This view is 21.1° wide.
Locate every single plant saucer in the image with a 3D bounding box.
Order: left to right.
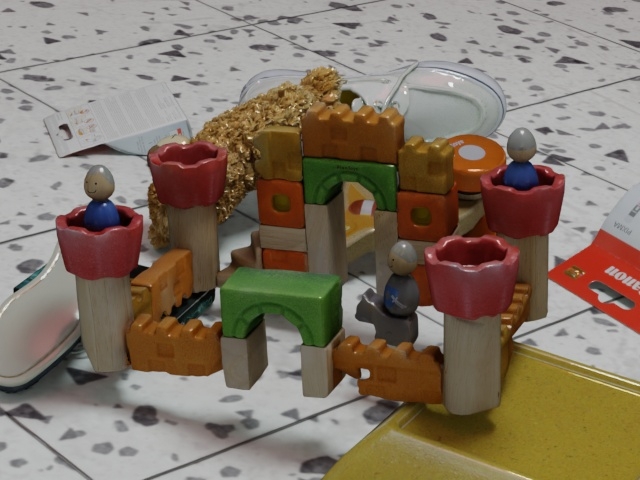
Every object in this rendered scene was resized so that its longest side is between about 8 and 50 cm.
[{"bbox_3d":[0.210,0.196,1.610,0.332,0.081,0.333,18,28,24],"label":"plant saucer"}]

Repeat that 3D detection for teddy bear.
[{"bbox_3d":[-0.103,-0.121,2.082,0.338,0.113,0.245,-37,16,-29],"label":"teddy bear"}]

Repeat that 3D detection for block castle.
[{"bbox_3d":[0.000,0.000,1.696,0.453,0.213,0.303,5,22,19],"label":"block castle"}]

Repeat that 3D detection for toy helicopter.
[{"bbox_3d":[0.039,-0.029,2.012,0.235,0.140,0.355,31,47,32],"label":"toy helicopter"}]

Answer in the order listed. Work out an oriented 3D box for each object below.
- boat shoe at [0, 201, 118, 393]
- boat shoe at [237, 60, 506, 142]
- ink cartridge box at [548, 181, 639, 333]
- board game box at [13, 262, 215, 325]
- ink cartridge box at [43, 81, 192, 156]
[{"bbox_3d":[-0.270,0.068,1.771,0.095,0.079,0.254,16,49,7],"label":"boat shoe"},{"bbox_3d":[0.066,-0.165,2.296,0.367,0.136,0.156,4,24,3],"label":"boat shoe"},{"bbox_3d":[0.407,0.004,2.013,0.232,0.066,0.189,-26,36,-25],"label":"ink cartridge box"},{"bbox_3d":[-0.225,0.059,1.881,0.186,0.026,0.126,14,26,18],"label":"board game box"},{"bbox_3d":[-0.275,-0.150,2.331,0.179,0.045,0.145,-19,30,-9],"label":"ink cartridge box"}]
